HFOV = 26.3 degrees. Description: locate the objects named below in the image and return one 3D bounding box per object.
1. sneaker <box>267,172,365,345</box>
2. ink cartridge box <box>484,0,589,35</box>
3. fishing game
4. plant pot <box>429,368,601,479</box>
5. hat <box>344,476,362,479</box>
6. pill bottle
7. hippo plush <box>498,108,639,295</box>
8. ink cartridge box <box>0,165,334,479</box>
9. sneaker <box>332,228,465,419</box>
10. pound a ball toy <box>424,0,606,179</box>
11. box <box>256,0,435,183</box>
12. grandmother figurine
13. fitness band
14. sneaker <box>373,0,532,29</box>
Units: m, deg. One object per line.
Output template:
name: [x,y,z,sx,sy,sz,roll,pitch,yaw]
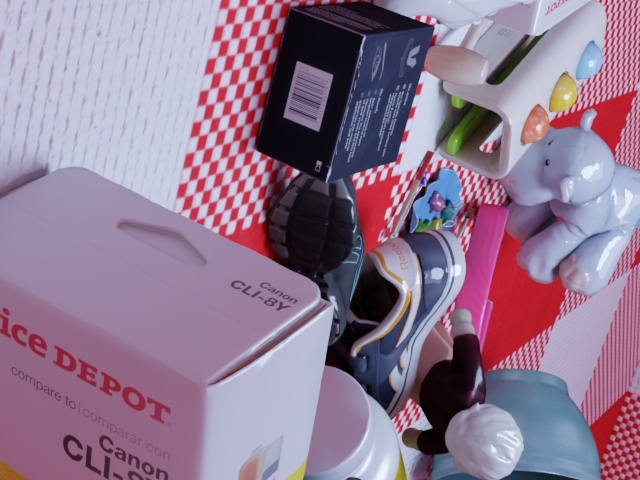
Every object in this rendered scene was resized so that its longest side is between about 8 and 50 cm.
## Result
sneaker: [0.000,0.000,1.533,0.267,0.101,0.106,97,15,-48]
ink cartridge box: [0.275,-0.410,1.652,0.198,0.115,0.272,-36,143,-48]
fishing game: [0.158,-0.009,1.893,0.189,0.041,0.264,-63,156,-12]
plant pot: [0.336,0.336,2.348,0.293,0.293,0.196,60,32,-62]
hat: [-0.118,0.309,1.473,0.331,0.134,0.331,-30,162,-10]
pill bottle: [0.011,0.291,1.692,0.188,0.188,0.334,-54,154,-24]
hippo plush: [0.377,-0.056,2.040,0.236,0.294,0.234,33,68,-56]
ink cartridge box: [-0.168,0.174,1.095,0.160,0.279,0.384,-33,141,-49]
sneaker: [0.060,0.115,1.708,0.128,0.126,0.321,-5,134,-32]
pound a ball toy: [0.264,-0.225,1.785,0.319,0.136,0.208,-48,151,-36]
box: [0.027,-0.156,1.408,0.158,0.093,0.156,-20,130,-57]
grandmother figurine: [0.162,0.186,1.753,0.104,0.342,0.207,-2,116,-18]
fitness band: [0.227,0.075,1.991,0.290,0.054,0.209,-69,169,-49]
sneaker: [0.183,-0.299,1.509,0.297,0.111,0.129,-5,140,-24]
